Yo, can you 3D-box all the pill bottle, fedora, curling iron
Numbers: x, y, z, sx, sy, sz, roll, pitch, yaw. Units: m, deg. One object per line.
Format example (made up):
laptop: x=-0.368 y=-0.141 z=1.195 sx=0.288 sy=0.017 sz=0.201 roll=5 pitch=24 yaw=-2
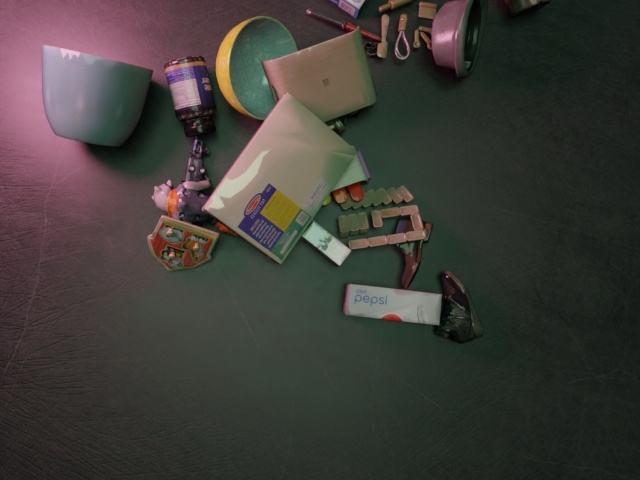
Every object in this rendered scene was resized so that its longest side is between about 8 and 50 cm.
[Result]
pill bottle: x=-0.380 y=-0.424 z=1.748 sx=0.123 sy=0.123 sz=0.219 roll=-13 pitch=100 yaw=-5
fedora: x=0.417 y=-0.639 z=1.810 sx=0.124 sy=0.244 sz=0.275 roll=13 pitch=95 yaw=25
curling iron: x=0.080 y=-0.660 z=1.852 sx=0.274 sy=0.035 sz=0.068 roll=29 pitch=84 yaw=-3

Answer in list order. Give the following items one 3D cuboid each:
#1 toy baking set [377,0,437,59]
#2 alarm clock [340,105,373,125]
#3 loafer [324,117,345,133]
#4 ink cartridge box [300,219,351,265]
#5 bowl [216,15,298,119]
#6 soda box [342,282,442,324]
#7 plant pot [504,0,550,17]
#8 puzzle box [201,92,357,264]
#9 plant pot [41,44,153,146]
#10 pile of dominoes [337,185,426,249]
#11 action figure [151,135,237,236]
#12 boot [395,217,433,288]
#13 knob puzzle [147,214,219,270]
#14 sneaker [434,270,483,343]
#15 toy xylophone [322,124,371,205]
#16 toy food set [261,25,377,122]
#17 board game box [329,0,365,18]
toy baking set: x=0.273 y=-0.677 z=1.852 sx=0.256 sy=0.030 sz=0.196 roll=-23 pitch=89 yaw=-15
alarm clock: x=0.066 y=-0.461 z=1.823 sx=0.129 sy=0.064 sz=0.192 roll=-33 pitch=93 yaw=-6
loafer: x=0.010 y=-0.373 z=1.821 sx=0.148 sy=0.056 sz=0.050 roll=36 pitch=85 yaw=9
ink cartridge box: x=0.000 y=0.000 z=1.768 sx=0.181 sy=0.104 sz=0.061 roll=39 pitch=84 yaw=-1
bowl: x=-0.211 y=-0.507 z=1.743 sx=0.156 sy=0.289 sz=0.289 roll=14 pitch=84 yaw=40
soda box: x=0.215 y=0.192 z=1.779 sx=0.286 sy=0.091 sz=0.098 roll=7 pitch=86 yaw=-4
plant pot: x=0.640 y=-0.805 z=1.851 sx=0.167 sy=0.167 sz=0.165 roll=-20 pitch=95 yaw=-6
puzzle box: x=-0.110 y=-0.172 z=1.658 sx=0.272 sy=0.052 sz=0.409 roll=38 pitch=78 yaw=-20
plant pot: x=-0.639 y=-0.397 z=1.662 sx=0.293 sy=0.293 sz=0.235 roll=11 pitch=101 yaw=-4
pile of dominoes: x=0.179 y=-0.068 z=1.810 sx=0.251 sy=0.040 sz=0.196 roll=-8 pitch=65 yaw=-3
action figure: x=-0.323 y=-0.143 z=1.721 sx=0.330 sy=0.178 sz=0.341 roll=1 pitch=89 yaw=-15
boot: x=0.263 y=0.034 z=1.812 sx=0.106 sy=0.082 sz=0.219 roll=20 pitch=81 yaw=13
knob puzzle: x=-0.410 y=0.028 z=1.712 sx=0.213 sy=0.213 sz=0.030 roll=0 pitch=42 yaw=-5
sneaker: x=0.397 y=0.212 z=1.795 sx=0.130 sy=0.087 sz=0.227 roll=-22 pitch=94 yaw=-12
toy xylophone: x=-0.010 y=-0.215 z=1.792 sx=0.323 sy=0.081 sz=0.236 roll=-12 pitch=82 yaw=-5
toy food set: x=0.005 y=-0.471 z=1.725 sx=0.306 sy=0.092 sz=0.219 roll=-21 pitch=120 yaw=-4
board game box: x=0.100 y=-0.914 z=1.848 sx=0.254 sy=0.079 sz=0.336 roll=33 pitch=85 yaw=-2
